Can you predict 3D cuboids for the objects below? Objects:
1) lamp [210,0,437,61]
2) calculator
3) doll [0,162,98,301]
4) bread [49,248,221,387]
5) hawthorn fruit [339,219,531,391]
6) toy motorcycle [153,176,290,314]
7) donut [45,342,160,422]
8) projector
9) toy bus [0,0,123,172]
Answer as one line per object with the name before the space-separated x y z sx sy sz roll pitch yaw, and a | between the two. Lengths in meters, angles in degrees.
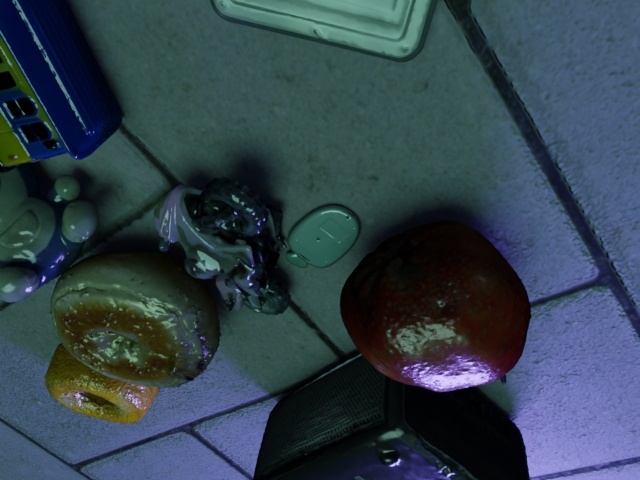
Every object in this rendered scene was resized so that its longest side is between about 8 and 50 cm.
lamp | 0.017 -0.353 0.591 0.267 0.047 0.269 13 129 0
calculator | 0.000 0.000 0.888 0.095 0.021 0.153 37 123 -17
doll | -0.502 -0.042 0.864 0.258 0.154 0.228 41 82 -6
bread | -0.323 0.137 0.978 0.306 0.158 0.305 6 125 9
hawthorn fruit | 0.186 0.125 0.799 0.254 0.254 0.300 -29 109 29
toy motorcycle | -0.153 0.015 0.869 0.188 0.143 0.327 11 144 14
donut | -0.474 0.310 1.184 0.254 0.118 0.253 7 143 5
projector | 0.136 0.435 1.060 0.395 0.242 0.405 42 123 -19
toy bus | -0.411 -0.246 0.710 0.175 0.138 0.287 -6 126 18
